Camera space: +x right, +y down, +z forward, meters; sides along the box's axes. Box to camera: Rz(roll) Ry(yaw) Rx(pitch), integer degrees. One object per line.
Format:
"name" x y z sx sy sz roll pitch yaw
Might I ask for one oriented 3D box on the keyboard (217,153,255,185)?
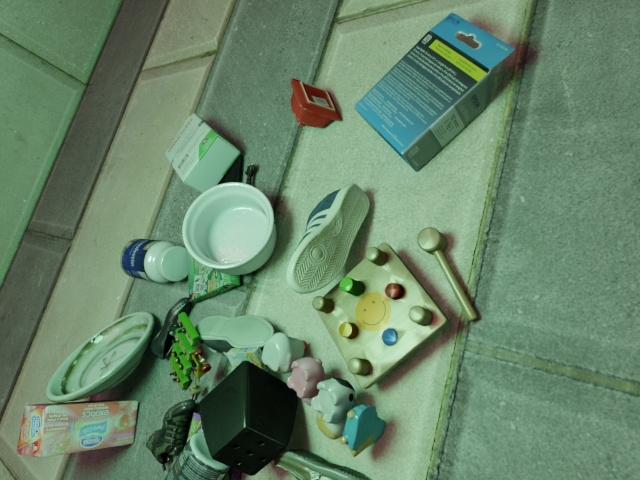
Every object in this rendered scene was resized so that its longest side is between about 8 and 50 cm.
"keyboard" -0.303 -0.166 1.505 0.202 0.033 0.317 -16 64 36

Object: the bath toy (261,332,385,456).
"bath toy" -0.005 0.351 1.023 0.348 0.129 0.151 33 112 40

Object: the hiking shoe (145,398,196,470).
"hiking shoe" -0.430 0.582 1.275 0.114 0.086 0.227 43 106 27

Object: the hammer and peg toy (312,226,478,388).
"hammer and peg toy" 0.169 0.138 0.977 0.361 0.127 0.266 -43 53 14

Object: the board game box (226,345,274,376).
"board game box" -0.180 0.361 1.144 0.103 0.026 0.154 -14 107 32

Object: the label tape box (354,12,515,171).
"label tape box" 0.295 -0.392 1.112 0.348 0.115 0.249 -42 53 12

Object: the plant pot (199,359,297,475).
"plant pot" -0.173 0.446 1.029 0.187 0.188 0.167 -44 27 14

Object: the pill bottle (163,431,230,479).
"pill bottle" -0.341 0.636 1.088 0.130 0.130 0.245 35 93 39

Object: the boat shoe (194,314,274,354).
"boat shoe" -0.242 0.285 1.245 0.303 0.091 0.114 2 43 38

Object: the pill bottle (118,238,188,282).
"pill bottle" -0.603 0.074 1.546 0.265 0.153 0.153 4 74 36

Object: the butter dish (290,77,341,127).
"butter dish" -0.036 -0.419 1.356 0.118 0.160 0.159 -49 47 39

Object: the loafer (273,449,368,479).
"loafer" -0.015 0.547 0.968 0.251 0.094 0.087 2 69 36

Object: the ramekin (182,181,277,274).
"ramekin" -0.266 -0.027 1.297 0.277 0.135 0.277 -2 68 6

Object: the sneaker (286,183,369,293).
"sneaker" 0.000 0.000 1.119 0.148 0.131 0.350 -13 34 51

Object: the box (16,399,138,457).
"box" -0.768 0.594 1.358 0.154 0.300 0.142 -13 69 31

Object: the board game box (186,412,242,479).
"board game box" -0.313 0.679 1.164 0.208 0.056 0.346 1 72 32

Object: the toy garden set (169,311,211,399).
"toy garden set" -0.412 0.378 1.283 0.204 0.049 0.244 44 128 36

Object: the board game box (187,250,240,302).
"board game box" -0.373 0.030 1.442 0.213 0.046 0.317 -24 64 32

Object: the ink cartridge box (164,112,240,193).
"ink cartridge box" -0.455 -0.333 1.604 0.211 0.121 0.289 -52 44 7

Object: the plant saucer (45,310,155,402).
"plant saucer" -0.737 0.417 1.472 0.400 0.100 0.400 -24 25 12

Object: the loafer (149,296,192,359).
"loafer" -0.496 0.299 1.435 0.078 0.076 0.223 32 91 26
